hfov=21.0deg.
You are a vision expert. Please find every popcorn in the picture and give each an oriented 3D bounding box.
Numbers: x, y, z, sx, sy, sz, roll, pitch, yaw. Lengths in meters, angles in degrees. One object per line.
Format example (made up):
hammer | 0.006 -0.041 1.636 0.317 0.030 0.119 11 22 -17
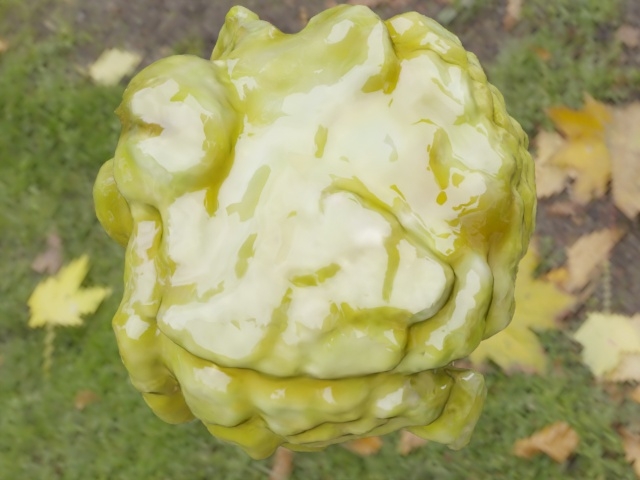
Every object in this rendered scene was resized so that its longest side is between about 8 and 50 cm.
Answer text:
popcorn | 0.000 0.000 0.911 0.255 0.195 0.256 42 92 12
